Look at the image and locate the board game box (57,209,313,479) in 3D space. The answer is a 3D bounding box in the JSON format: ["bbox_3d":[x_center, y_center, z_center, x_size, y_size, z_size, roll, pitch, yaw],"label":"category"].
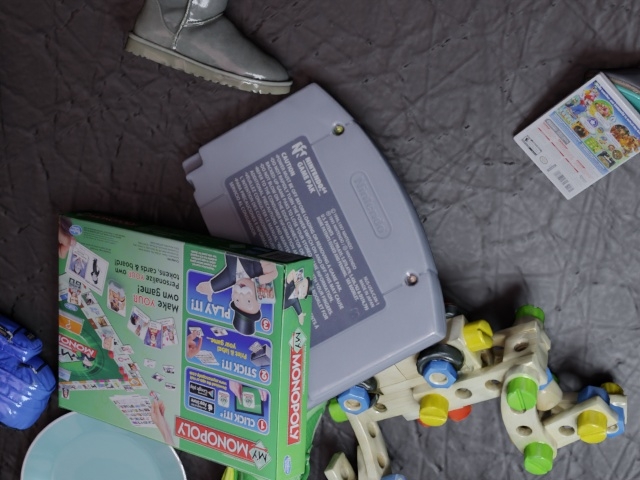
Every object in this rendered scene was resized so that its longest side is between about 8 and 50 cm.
[{"bbox_3d":[-0.145,0.097,1.371,0.317,0.046,0.214,12,106,38],"label":"board game box"}]

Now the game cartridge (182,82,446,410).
[{"bbox_3d":[0.000,0.000,1.364,0.196,0.060,0.294,-30,71,14],"label":"game cartridge"}]

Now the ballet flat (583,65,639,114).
[{"bbox_3d":[0.359,-0.131,1.359,0.203,0.074,0.074,31,102,5],"label":"ballet flat"}]

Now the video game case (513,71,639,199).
[{"bbox_3d":[0.263,-0.103,1.366,0.087,0.011,0.122,48,132,-5],"label":"video game case"}]

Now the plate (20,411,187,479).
[{"bbox_3d":[-0.236,0.271,1.510,0.188,0.024,0.188,1,99,6],"label":"plate"}]

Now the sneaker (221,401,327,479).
[{"bbox_3d":[-0.045,0.270,1.443,0.123,0.109,0.295,30,112,21],"label":"sneaker"}]

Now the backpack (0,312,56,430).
[{"bbox_3d":[-0.339,0.140,1.457,0.120,0.098,0.101,36,99,-2],"label":"backpack"}]

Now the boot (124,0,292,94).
[{"bbox_3d":[-0.091,-0.263,1.357,0.189,0.076,0.208,18,102,-8],"label":"boot"}]

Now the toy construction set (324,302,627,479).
[{"bbox_3d":[0.132,0.178,1.407,0.327,0.151,0.215,-29,123,17],"label":"toy construction set"}]
